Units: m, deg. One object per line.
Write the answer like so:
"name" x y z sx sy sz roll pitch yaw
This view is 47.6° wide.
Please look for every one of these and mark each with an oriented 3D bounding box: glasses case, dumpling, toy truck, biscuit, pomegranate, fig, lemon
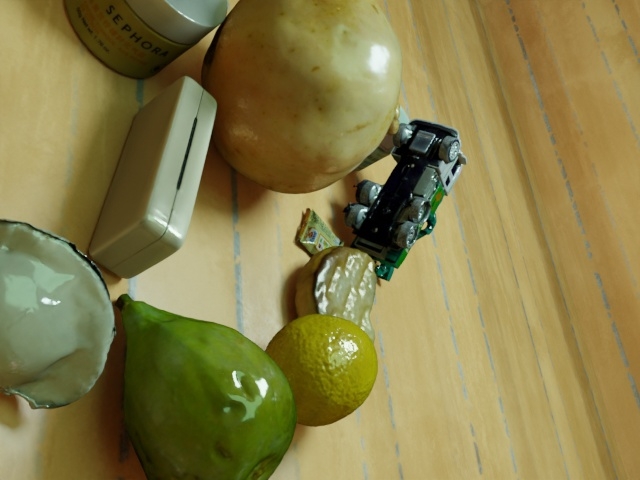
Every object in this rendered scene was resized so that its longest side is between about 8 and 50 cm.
"glasses case" -0.253 -0.106 1.127 0.076 0.144 0.336 39 40 -33
"dumpling" -0.336 0.075 0.849 0.247 0.172 0.142 59 0 -17
"toy truck" 0.193 -0.093 1.648 0.363 0.176 0.178 -61 148 -11
"biscuit" 0.034 0.129 1.419 0.213 0.091 0.274 37 47 -32
"pomegranate" -0.021 -0.288 1.360 0.411 0.411 0.411 36 40 -37
"fig" -0.185 0.215 0.964 0.314 0.233 0.233 30 35 0
"lemon" 0.000 0.214 1.213 0.244 0.187 0.187 -14 79 -49

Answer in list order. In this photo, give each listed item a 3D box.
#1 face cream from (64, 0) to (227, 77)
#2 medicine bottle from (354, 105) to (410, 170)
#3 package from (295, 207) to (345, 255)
"face cream" -0.300 -0.418 1.255 0.218 0.179 0.218 36 40 -37
"medicine bottle" 0.125 -0.261 1.779 0.135 0.168 0.135 36 39 -37
"package" 0.001 0.001 1.532 0.121 0.031 0.108 46 35 -23
